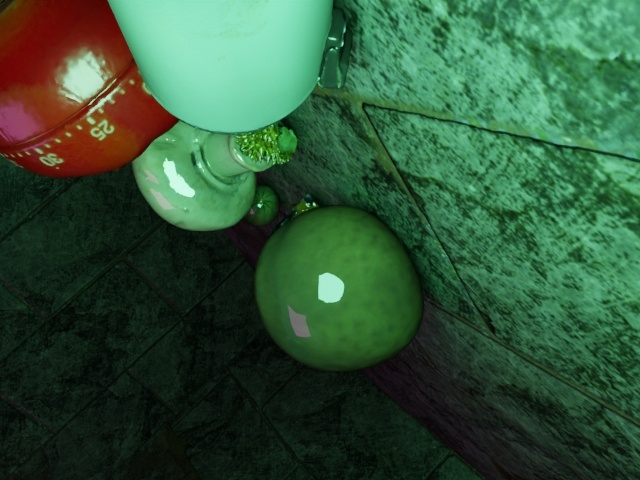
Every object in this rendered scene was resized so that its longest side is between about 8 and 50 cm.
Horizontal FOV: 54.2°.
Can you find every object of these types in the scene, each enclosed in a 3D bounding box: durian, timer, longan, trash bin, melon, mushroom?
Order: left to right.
[{"bbox_3d":[-0.381,-0.284,0.981,0.378,0.378,0.279,36,172,44],"label":"timer"},{"bbox_3d":[-0.262,-0.154,1.352,0.315,0.315,0.356,54,180,-31],"label":"mushroom"},{"bbox_3d":[-0.093,-0.251,0.587,0.277,0.217,0.262,7,167,-3],"label":"trash bin"},{"bbox_3d":[-0.111,-0.193,1.097,0.137,0.095,0.221,43,179,3],"label":"durian"},{"bbox_3d":[-0.167,-0.093,1.677,0.114,0.114,0.167,49,168,-9],"label":"melon"},{"bbox_3d":[0.035,0.091,1.141,0.319,0.319,0.319,45,169,11],"label":"longan"}]

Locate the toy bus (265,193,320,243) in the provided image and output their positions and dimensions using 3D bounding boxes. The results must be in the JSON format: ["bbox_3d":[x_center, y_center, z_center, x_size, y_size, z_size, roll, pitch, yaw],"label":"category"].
[{"bbox_3d":[0.015,0.050,1.364,0.275,0.167,0.138,47,169,5],"label":"toy bus"}]

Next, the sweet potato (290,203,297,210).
[{"bbox_3d":[-0.003,-0.001,1.498,0.269,0.074,0.075,45,169,30],"label":"sweet potato"}]
